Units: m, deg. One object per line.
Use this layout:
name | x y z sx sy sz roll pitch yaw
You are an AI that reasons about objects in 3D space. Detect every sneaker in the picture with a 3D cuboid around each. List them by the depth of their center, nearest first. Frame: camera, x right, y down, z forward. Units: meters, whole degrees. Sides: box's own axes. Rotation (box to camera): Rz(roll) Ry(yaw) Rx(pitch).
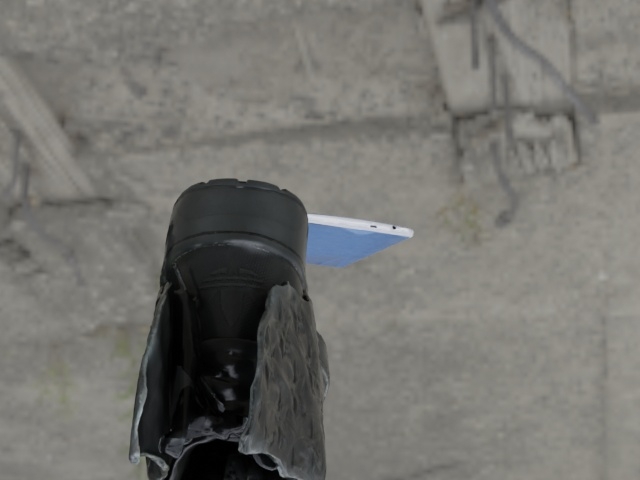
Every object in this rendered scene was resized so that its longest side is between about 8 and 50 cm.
sneaker | -0.023 0.047 0.397 0.051 0.089 0.170 0 151 1

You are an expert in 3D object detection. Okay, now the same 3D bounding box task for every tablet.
tablet | 0.000 0.000 0.623 0.054 0.006 0.083 8 168 -19
